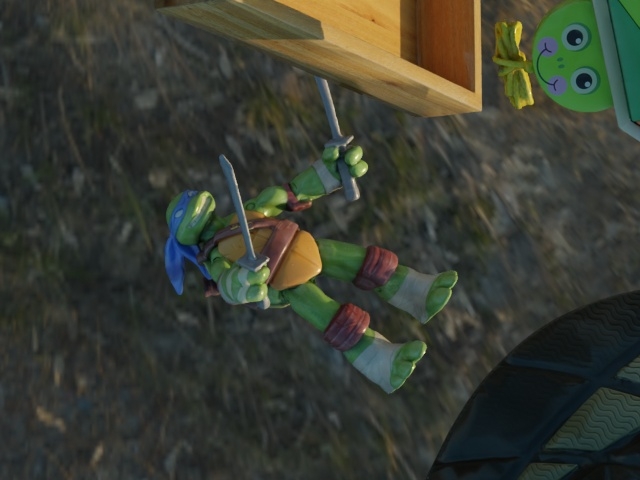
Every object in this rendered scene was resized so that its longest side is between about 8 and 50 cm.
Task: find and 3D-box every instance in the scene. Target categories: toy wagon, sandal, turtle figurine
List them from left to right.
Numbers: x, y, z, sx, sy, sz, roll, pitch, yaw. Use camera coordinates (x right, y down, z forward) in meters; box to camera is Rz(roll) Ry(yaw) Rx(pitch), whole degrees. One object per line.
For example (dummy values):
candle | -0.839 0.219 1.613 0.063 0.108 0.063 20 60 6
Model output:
turtle figurine | 0.000 0.000 1.678 0.266 0.198 0.275 32 112 -6
sandal | 0.090 0.143 0.763 0.303 0.120 0.086 -55 149 15
toy wagon | 0.293 -0.149 1.300 0.344 0.068 0.267 -11 105 10

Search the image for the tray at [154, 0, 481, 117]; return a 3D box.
tray | 0.010 -0.236 1.453 0.076 0.411 0.203 -5 81 30
